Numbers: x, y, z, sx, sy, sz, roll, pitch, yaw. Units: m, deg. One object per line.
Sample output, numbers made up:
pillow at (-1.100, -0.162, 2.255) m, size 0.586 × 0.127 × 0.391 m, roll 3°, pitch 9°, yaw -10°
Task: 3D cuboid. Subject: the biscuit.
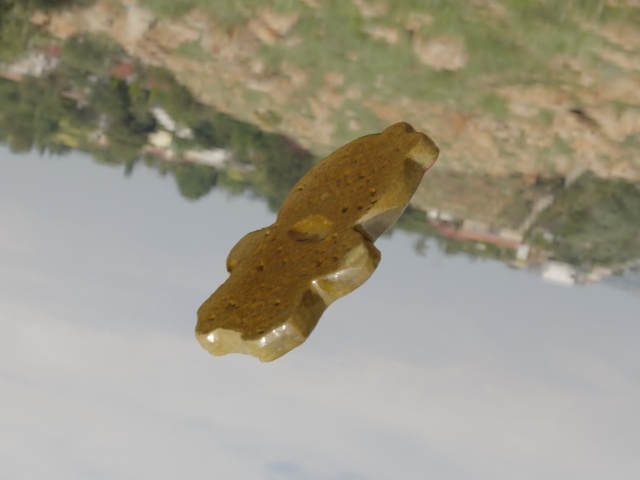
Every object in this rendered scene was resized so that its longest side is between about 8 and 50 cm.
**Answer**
biscuit at (0.000, 0.000, 1.012) m, size 0.166 × 0.225 × 0.036 m, roll -2°, pitch 136°, yaw 53°
